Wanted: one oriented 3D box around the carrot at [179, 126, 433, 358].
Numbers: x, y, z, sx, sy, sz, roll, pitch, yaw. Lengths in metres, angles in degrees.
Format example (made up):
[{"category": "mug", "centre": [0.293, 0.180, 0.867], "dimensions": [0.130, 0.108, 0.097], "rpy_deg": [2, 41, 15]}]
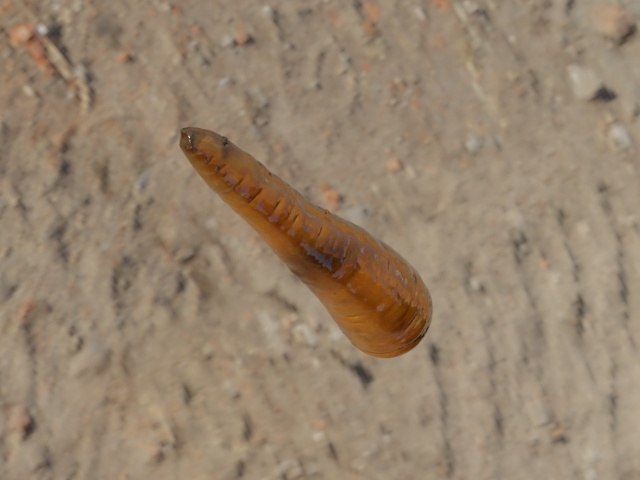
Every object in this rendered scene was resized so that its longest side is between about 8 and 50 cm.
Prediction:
[{"category": "carrot", "centre": [0.000, 0.000, 0.921], "dimensions": [0.257, 0.061, 0.061], "rpy_deg": [46, 39, -49]}]
